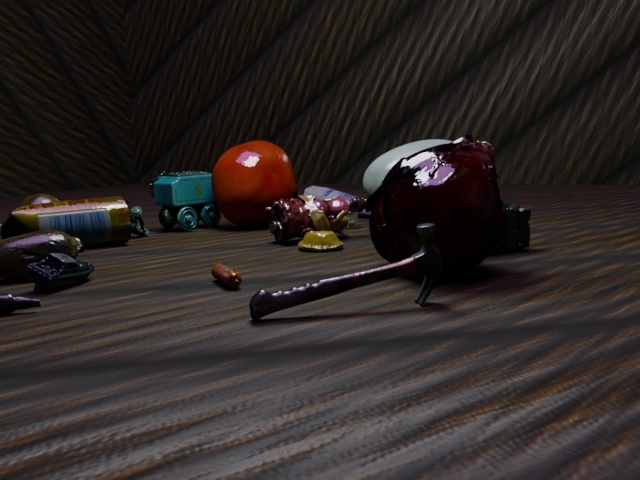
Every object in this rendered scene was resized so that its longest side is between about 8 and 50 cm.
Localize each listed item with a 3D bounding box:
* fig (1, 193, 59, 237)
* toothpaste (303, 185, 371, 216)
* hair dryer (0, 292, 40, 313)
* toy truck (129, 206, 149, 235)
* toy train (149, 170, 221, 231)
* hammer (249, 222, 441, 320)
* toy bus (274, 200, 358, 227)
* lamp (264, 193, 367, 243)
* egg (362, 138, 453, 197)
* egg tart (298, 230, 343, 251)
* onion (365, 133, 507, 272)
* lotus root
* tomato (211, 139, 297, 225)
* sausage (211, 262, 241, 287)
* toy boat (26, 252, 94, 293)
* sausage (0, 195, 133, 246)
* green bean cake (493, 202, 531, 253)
[{"bbox_3d":[-0.758,-0.036,1.761,0.236,0.124,0.124,-25,-6,34],"label":"fig"},{"bbox_3d":[0.102,-0.106,2.127,0.371,0.080,0.125,17,16,41],"label":"toothpaste"},{"bbox_3d":[-0.510,0.095,0.957,0.194,0.050,0.173,1,11,-1],"label":"hair dryer"},{"bbox_3d":[-0.532,-0.037,1.771,0.154,0.080,0.078,1,36,17],"label":"toy truck"},{"bbox_3d":[-0.369,-0.113,1.902,0.112,0.163,0.203,7,12,37],"label":"toy train"},{"bbox_3d":[0.039,0.058,0.950,0.287,0.111,0.033,-13,8,-15],"label":"hammer"},{"bbox_3d":[-0.011,-0.067,1.830,0.226,0.081,0.074,0,13,-11],"label":"toy bus"},{"bbox_3d":[0.000,-0.055,1.631,0.253,0.118,0.118,-8,11,-31],"label":"lamp"},{"bbox_3d":[0.305,-0.179,1.983,0.370,0.230,0.230,-5,9,-12],"label":"egg"},{"bbox_3d":[0.000,0.000,1.495,0.105,0.039,0.105,-1,6,0],"label":"egg tart"},{"bbox_3d":[0.199,-0.044,1.209,0.221,0.281,0.281,31,2,-13],"label":"onion"},{"bbox_3d":[-0.528,0.026,1.252,0.179,0.089,0.080,-12,-30,-34],"label":"lotus root"},{"bbox_3d":[-0.179,-0.162,1.892,0.259,0.260,0.180,-10,-2,-43],"label":"tomato"},{"bbox_3d":[-0.158,0.060,1.148,0.031,0.031,0.107,-5,9,-22],"label":"sausage"},{"bbox_3d":[-0.444,0.052,1.182,0.055,0.060,0.141,26,11,15],"label":"toy boat"},{"bbox_3d":[-0.613,-0.036,1.595,0.317,0.117,0.125,-6,-13,-26],"label":"sausage"},{"bbox_3d":[0.312,-0.033,1.437,0.193,0.107,0.208,-7,9,-28],"label":"green bean cake"}]
